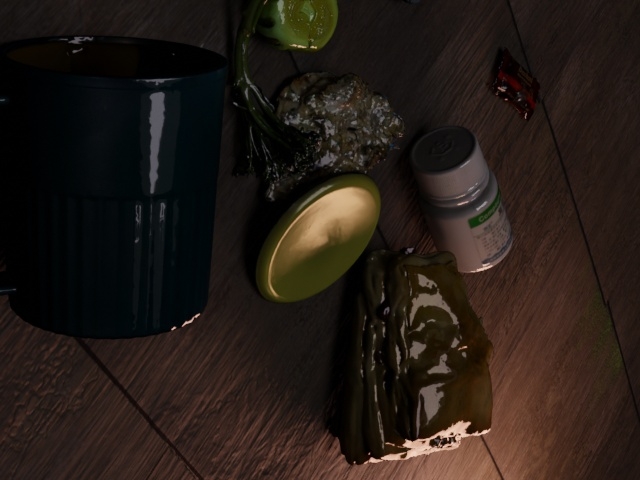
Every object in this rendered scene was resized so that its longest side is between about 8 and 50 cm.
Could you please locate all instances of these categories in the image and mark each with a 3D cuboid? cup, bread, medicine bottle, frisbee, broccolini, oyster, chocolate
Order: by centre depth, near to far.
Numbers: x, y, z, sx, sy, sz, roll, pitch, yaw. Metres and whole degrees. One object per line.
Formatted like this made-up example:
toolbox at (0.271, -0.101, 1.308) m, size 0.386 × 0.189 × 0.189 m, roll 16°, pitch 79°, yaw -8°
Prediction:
cup at (-0.247, -0.055, 1.361) m, size 0.308 × 0.242 × 0.292 m, roll -22°, pitch 122°, yaw -51°
broccolini at (-0.059, -0.198, 1.656) m, size 0.062 × 0.123 × 0.271 m, roll -68°, pitch 160°, yaw -62°
bread at (-0.037, -0.313, 1.694) m, size 0.139 × 0.071 × 0.130 m, roll -26°, pitch 127°, yaw -40°
oyster at (0.017, -0.145, 1.824) m, size 0.260 × 0.092 × 0.198 m, roll -15°, pitch 110°, yaw -48°
frisbee at (0.000, 0.000, 1.837) m, size 0.236 × 0.017 × 0.236 m, roll -32°, pitch 146°, yaw -25°
bread at (0.178, 0.200, 2.083) m, size 0.314 × 0.192 × 0.369 m, roll 3°, pitch 99°, yaw -54°
medicine bottle at (0.233, -0.070, 2.103) m, size 0.139 × 0.139 × 0.236 m, roll -53°, pitch 138°, yaw -28°
chocolate at (0.360, -0.280, 2.292) m, size 0.182 × 0.028 × 0.086 m, roll 30°, pitch 75°, yaw -52°

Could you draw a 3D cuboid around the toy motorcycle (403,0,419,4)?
toy motorcycle at (0.119, -0.432, 1.863) m, size 0.122 × 0.082 × 0.213 m, roll -64°, pitch 153°, yaw 3°
